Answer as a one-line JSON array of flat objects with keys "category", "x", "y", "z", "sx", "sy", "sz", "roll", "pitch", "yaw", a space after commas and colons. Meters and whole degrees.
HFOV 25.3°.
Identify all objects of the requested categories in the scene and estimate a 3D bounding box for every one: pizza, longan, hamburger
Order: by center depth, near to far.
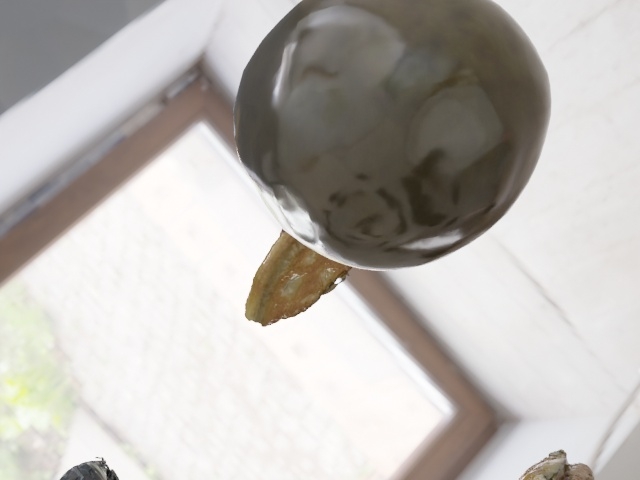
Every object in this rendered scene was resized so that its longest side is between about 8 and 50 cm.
[{"category": "longan", "x": 0.051, "y": -0.096, "z": 1.068, "sx": 0.248, "sy": 0.248, "sz": 0.248, "roll": 32, "pitch": 148, "yaw": 23}, {"category": "hamburger", "x": 0.207, "y": 0.277, "z": 1.354, "sx": 0.087, "sy": 0.176, "sz": 0.102, "roll": 13, "pitch": 165, "yaw": 20}, {"category": "pizza", "x": -0.001, "y": -0.001, "z": 1.641, "sx": 0.058, "sy": 0.246, "sz": 0.127, "roll": 40, "pitch": 180, "yaw": 38}]

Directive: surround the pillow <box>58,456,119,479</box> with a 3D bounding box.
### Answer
[{"category": "pillow", "x": -0.319, "y": 0.370, "z": 1.598, "sx": 0.093, "sy": 0.335, "sz": 0.161, "roll": 25, "pitch": 118, "yaw": 10}]
